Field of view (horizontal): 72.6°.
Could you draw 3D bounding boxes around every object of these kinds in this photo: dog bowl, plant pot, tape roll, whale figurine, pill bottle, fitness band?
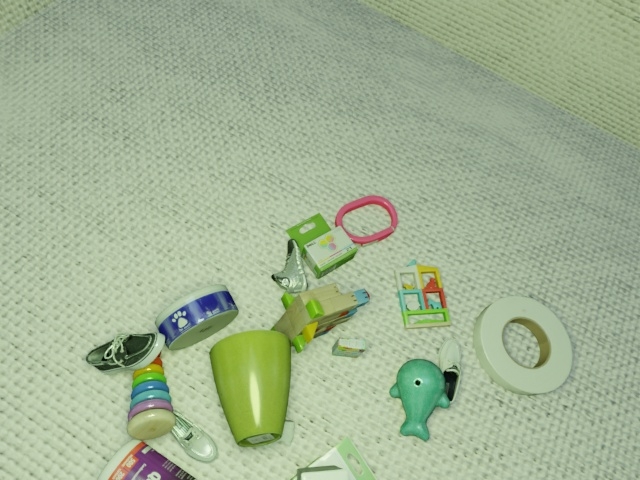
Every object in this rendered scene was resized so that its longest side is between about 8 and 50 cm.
[{"bbox_3d":[-0.419,0.264,1.492,0.264,0.265,0.104,-28,74,-21],"label":"dog bowl"},{"bbox_3d":[-0.208,0.480,1.381,0.274,0.275,0.294,-5,51,-12],"label":"plant pot"},{"bbox_3d":[0.805,0.411,1.738,0.391,0.072,0.393,4,63,-8],"label":"tape roll"},{"bbox_3d":[0.345,0.557,1.538,0.216,0.141,0.272,7,73,21],"label":"whale figurine"},{"bbox_3d":[-0.485,0.749,1.286,0.322,0.182,0.182,31,63,6],"label":"pill bottle"},{"bbox_3d":[0.203,-0.088,1.893,0.290,0.054,0.209,-21,69,-20],"label":"fitness band"}]

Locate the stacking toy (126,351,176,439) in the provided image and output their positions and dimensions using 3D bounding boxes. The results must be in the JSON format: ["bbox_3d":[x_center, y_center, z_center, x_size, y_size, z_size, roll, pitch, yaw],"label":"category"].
[{"bbox_3d":[-0.554,0.458,1.415,0.141,0.141,0.330,-11,45,-15],"label":"stacking toy"}]

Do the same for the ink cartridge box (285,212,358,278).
[{"bbox_3d":[0.000,0.000,1.790,0.188,0.097,0.255,-29,73,-21],"label":"ink cartridge box"}]

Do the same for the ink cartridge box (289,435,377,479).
[{"bbox_3d":[0.042,0.788,1.428,0.235,0.056,0.171,-30,72,-22],"label":"ink cartridge box"}]

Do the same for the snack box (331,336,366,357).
[{"bbox_3d":[0.102,0.393,1.586,0.100,0.141,0.037,9,62,-5],"label":"snack box"}]

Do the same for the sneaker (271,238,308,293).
[{"bbox_3d":[-0.136,0.104,1.723,0.132,0.086,0.229,-10,67,-12],"label":"sneaker"}]

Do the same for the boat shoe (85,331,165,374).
[{"bbox_3d":[-0.637,0.352,1.406,0.306,0.105,0.113,-18,46,29],"label":"boat shoe"}]

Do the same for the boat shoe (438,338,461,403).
[{"bbox_3d":[0.494,0.490,1.637,0.095,0.084,0.258,14,63,-3],"label":"boat shoe"}]

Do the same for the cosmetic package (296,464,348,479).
[{"bbox_3d":[0.006,0.789,1.268,0.138,0.225,0.224,-1,65,-6],"label":"cosmetic package"}]

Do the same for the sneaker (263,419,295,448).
[{"bbox_3d":[-0.194,0.643,1.454,0.212,0.080,0.094,9,75,-7],"label":"sneaker"}]

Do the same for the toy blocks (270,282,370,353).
[{"bbox_3d":[0.007,0.257,1.544,0.260,0.381,0.191,-12,65,-32],"label":"toy blocks"}]

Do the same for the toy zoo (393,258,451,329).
[{"bbox_3d":[0.413,0.213,1.791,0.192,0.030,0.294,-1,64,-10],"label":"toy zoo"}]

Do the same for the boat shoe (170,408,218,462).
[{"bbox_3d":[-0.429,0.637,1.411,0.226,0.076,0.083,34,64,8],"label":"boat shoe"}]
